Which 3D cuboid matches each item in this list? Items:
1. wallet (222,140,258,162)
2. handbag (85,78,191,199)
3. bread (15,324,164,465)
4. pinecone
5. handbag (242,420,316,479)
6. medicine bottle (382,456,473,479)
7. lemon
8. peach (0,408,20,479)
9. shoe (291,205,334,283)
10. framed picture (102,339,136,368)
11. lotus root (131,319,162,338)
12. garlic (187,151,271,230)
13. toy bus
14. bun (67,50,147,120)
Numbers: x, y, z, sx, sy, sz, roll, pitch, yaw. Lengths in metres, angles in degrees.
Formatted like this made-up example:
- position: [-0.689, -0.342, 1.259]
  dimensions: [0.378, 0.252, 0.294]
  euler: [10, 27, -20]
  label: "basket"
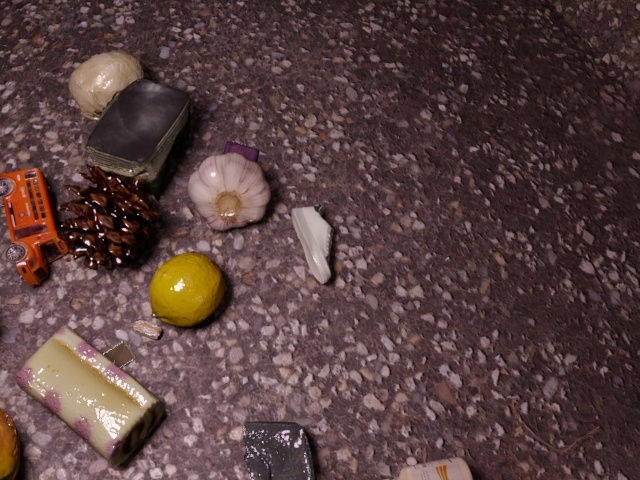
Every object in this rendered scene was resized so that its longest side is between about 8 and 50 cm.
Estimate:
- position: [-0.270, -0.243, 1.934]
  dimensions: [0.111, 0.030, 0.166]
  euler: [12, 62, 0]
  label: "wallet"
- position: [-0.535, -0.299, 1.818]
  dimensions: [0.247, 0.240, 0.341]
  euler: [18, 61, 7]
  label: "handbag"
- position: [-0.575, 0.386, 1.506]
  dimensions: [0.338, 0.155, 0.187]
  euler: [32, 56, 13]
  label: "bread"
- position: [-0.594, -0.057, 1.656]
  dimensions: [0.242, 0.296, 0.298]
  euler: [6, 19, -45]
  label: "pinecone"
- position: [-0.100, 0.579, 1.506]
  dimensions: [0.175, 0.089, 0.271]
  euler: [-11, 64, -2]
  label: "handbag"
- position: [0.249, 0.619, 1.497]
  dimensions: [0.252, 0.114, 0.114]
  euler: [-8, 64, -9]
  label: "medicine bottle"
- position: [-0.365, 0.135, 1.638]
  dimensions: [0.192, 0.192, 0.231]
  euler: [41, 63, 15]
  label: "lemon"
- position: [-0.881, 0.491, 1.342]
  dimensions: [0.372, 0.290, 0.373]
  euler: [1, 60, -2]
  label: "peach"
- position: [0.000, 0.000, 1.804]
  dimensions: [0.110, 0.095, 0.265]
  euler: [-17, 63, -15]
  label: "shoe"
- position: [-0.556, 0.319, 1.625]
  dimensions: [0.089, 0.007, 0.066]
  euler: [-34, 71, -21]
  label: "framed picture"
- position: [-0.479, 0.247, 1.657]
  dimensions: [0.083, 0.030, 0.037]
  euler: [19, 56, 2]
  label: "lotus root"
- position: [-0.270, -0.179, 1.812]
  dimensions: [0.245, 0.245, 0.253]
  euler: [3, 40, -5]
  label: "garlic"
- position: [-0.820, -0.039, 1.707]
  dimensions: [0.153, 0.143, 0.329]
  euler: [-17, 64, -15]
  label: "toy bus"
- position: [-0.658, -0.476, 1.898]
  dimensions: [0.259, 0.259, 0.152]
  euler: [-30, 83, -19]
  label: "bun"
